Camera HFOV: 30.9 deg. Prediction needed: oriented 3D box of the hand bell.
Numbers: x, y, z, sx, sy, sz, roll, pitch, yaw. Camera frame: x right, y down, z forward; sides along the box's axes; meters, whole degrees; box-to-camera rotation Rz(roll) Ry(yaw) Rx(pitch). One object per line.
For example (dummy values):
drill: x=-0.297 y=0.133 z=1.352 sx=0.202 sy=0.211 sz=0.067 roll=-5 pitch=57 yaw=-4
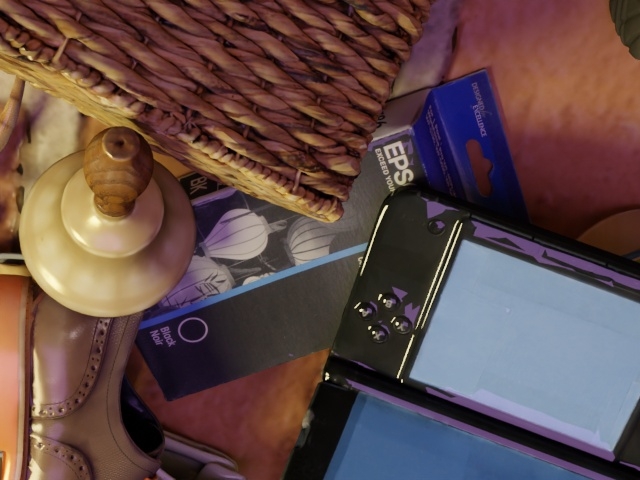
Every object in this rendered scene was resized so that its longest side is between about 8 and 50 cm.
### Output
hand bell: x=-0.129 y=-0.031 z=0.720 sx=0.126 sy=0.242 sz=0.126 roll=2 pitch=78 yaw=-11

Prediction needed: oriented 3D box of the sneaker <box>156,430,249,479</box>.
sneaker: x=-0.102 y=0.289 z=1.029 sx=0.169 sy=0.108 sz=0.292 roll=-38 pitch=114 yaw=18

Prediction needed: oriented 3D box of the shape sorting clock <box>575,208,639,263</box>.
shape sorting clock: x=0.266 y=0.077 z=0.950 sx=0.206 sy=0.040 sz=0.206 roll=-1 pitch=91 yaw=-24

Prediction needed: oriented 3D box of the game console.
game console: x=0.137 y=0.137 z=0.818 sx=0.293 sy=0.173 sz=0.250 roll=20 pitch=115 yaw=4

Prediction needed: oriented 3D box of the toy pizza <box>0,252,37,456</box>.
toy pizza: x=-0.255 y=0.101 z=0.933 sx=0.201 sy=0.032 sz=0.201 roll=-8 pitch=122 yaw=-13

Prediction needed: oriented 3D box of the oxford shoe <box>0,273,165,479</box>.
oxford shoe: x=-0.186 y=0.200 z=0.895 sx=0.133 sy=0.130 sz=0.364 roll=-1 pitch=114 yaw=-9

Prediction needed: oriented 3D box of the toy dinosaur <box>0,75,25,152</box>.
toy dinosaur: x=-0.276 y=-0.042 z=0.856 sx=0.211 sy=0.064 sz=0.112 roll=-26 pitch=117 yaw=8

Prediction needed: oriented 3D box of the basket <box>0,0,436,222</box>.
basket: x=-0.094 y=-0.176 z=0.711 sx=0.299 sy=0.213 sz=0.223 roll=26 pitch=88 yaw=-42

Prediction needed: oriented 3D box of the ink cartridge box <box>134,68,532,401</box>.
ink cartridge box: x=0.000 y=0.000 z=0.907 sx=0.332 sy=0.065 sz=0.165 roll=-21 pitch=118 yaw=5

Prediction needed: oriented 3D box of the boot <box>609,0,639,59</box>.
boot: x=0.331 y=-0.277 z=0.772 sx=0.222 sy=0.118 sz=0.338 roll=-3 pitch=130 yaw=-7
